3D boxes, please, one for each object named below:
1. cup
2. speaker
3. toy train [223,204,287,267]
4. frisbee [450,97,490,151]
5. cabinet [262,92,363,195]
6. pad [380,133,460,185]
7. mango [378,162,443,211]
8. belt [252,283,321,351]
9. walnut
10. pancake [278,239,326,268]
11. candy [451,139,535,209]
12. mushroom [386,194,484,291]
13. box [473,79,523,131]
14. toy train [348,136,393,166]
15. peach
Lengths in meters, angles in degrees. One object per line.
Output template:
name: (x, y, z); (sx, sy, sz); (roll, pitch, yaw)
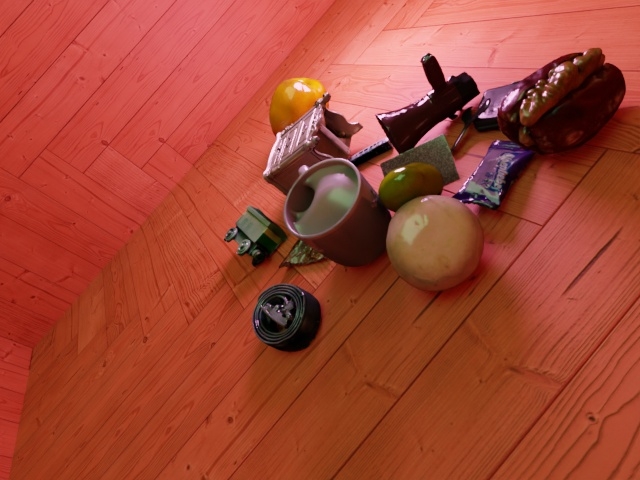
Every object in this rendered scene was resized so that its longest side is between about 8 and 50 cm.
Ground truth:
cup: (0.049, -0.097, 1.284); (0.259, 0.274, 0.356); (-41, 47, 9)
speaker: (0.339, -0.468, 1.376); (0.329, 0.259, 0.198); (-40, 24, 14)
toy train: (-0.280, -0.021, 1.731); (0.202, 0.120, 0.301); (-48, 36, -4)
frisbee: (0.461, -0.361, 1.307); (0.187, 0.012, 0.211); (-61, 5, 5)
cabinet: (-0.026, -0.356, 1.639); (0.318, 0.228, 0.289); (-28, 38, 43)
pad: (0.314, -0.224, 1.325); (0.235, 0.003, 0.158); (-22, 77, 33)
mango: (0.256, -0.150, 1.177); (0.175, 0.293, 0.142); (-31, 80, 25)
belt: (-0.122, 0.242, 1.324); (0.268, 0.116, 0.206); (8, 68, 46)
walnut: (0.592, -0.350, 1.013); (0.269, 0.244, 0.221); (-44, 52, 3)
pancake: (-0.004, -0.003, 1.483); (0.376, 0.054, 0.197); (-41, 37, 12)
candy: (0.476, -0.181, 1.132); (0.145, 0.070, 0.275); (23, 65, 45)
mushroom: (0.289, 0.005, 1.062); (0.246, 0.202, 0.246); (-1, 87, 11)
box: (0.592, -0.413, 1.243); (0.230, 0.050, 0.160); (2, 59, 48)
toy train: (0.183, -0.335, 1.602); (0.208, 0.043, 0.047); (-25, 42, 29)
peach: (-0.112, -0.634, 2.011); (0.289, 0.289, 0.307); (-111, 29, -51)
